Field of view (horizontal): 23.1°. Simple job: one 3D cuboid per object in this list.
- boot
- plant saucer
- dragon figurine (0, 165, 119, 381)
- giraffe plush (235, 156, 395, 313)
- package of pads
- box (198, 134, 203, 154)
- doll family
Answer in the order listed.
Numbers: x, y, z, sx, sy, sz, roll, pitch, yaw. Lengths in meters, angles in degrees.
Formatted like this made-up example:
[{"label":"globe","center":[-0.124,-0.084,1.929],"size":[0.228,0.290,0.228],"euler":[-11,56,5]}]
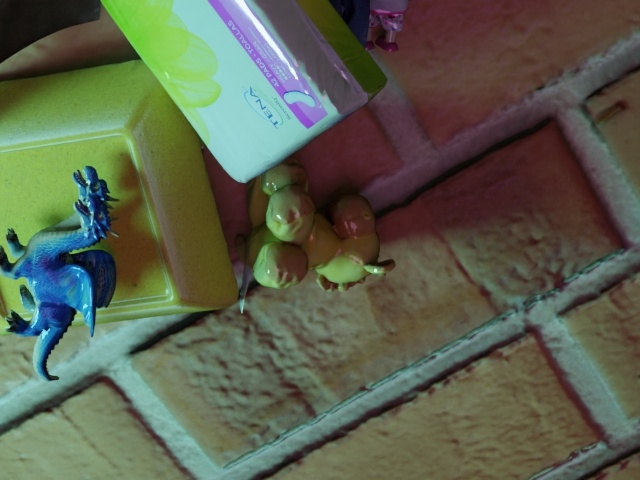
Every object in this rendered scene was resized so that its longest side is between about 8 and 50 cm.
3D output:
[{"label":"boot","center":[-0.340,-0.229,1.741],"size":[0.206,0.090,0.248],"euler":[-13,127,-28]},{"label":"plant saucer","center":[-0.294,-0.028,1.842],"size":[0.332,0.081,0.333],"euler":[-8,116,11]},{"label":"dragon figurine","center":[-0.285,0.057,1.791],"size":[0.144,0.085,0.289],"euler":[0,116,8]},{"label":"giraffe plush","center":[0.000,0.000,1.901],"size":[0.170,0.181,0.210],"euler":[2,128,-16]},{"label":"package of pads","center":[-0.097,-0.225,1.681],"size":[0.296,0.101,0.229],"euler":[53,143,-4]},{"label":"box","center":[-0.194,-0.027,1.913],"size":[0.087,0.058,0.232],"euler":[6,119,-7]},{"label":"doll family","center":[0.000,-0.286,1.753],"size":[0.262,0.118,0.163],"euler":[3,119,-8]}]
